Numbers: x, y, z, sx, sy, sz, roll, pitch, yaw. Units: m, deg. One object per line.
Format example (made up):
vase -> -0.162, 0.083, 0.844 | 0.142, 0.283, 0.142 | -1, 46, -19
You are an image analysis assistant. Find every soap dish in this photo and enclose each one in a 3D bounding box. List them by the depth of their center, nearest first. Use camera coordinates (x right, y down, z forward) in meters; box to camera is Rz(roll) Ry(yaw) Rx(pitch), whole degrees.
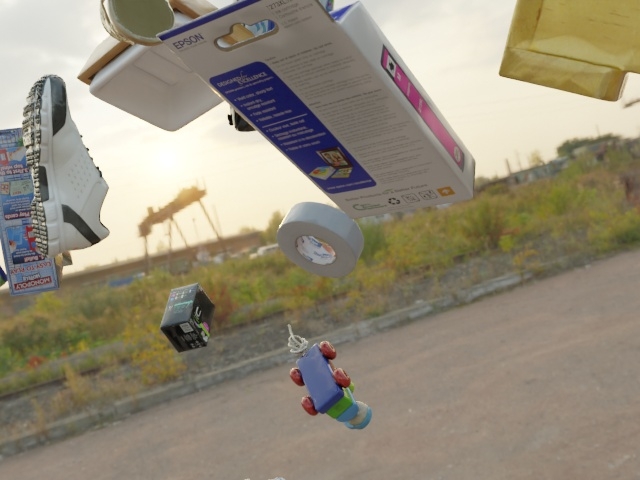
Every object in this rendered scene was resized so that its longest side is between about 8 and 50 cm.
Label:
soap dish -> -0.273, -0.336, 1.283 | 0.290, 0.118, 0.228 | -23, -31, 35

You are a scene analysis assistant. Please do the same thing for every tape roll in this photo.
tape roll -> 0.000, 0.000, 1.768 | 0.219, 0.219, 0.072 | -14, 40, 44

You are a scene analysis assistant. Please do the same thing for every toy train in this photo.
toy train -> 0.015, 0.278, 1.429 | 0.105, 0.143, 0.248 | -42, 33, 7

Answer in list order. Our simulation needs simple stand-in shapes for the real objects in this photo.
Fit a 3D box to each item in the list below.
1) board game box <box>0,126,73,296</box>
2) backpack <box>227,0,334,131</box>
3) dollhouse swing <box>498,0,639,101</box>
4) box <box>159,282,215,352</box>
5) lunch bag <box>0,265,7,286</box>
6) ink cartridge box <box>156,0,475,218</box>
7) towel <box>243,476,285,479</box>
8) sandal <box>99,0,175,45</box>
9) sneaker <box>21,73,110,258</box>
board game box -> -0.370, -0.022, 0.889 | 0.060, 0.194, 0.194 | -8, -8, -12
backpack -> -0.087, -0.433, 1.441 | 0.273, 0.356, 0.290 | -7, 19, 4
dollhouse swing -> 0.369, -0.293, 0.631 | 0.304, 0.347, 0.315 | 18, 19, 21
box -> -0.203, 0.118, 1.061 | 0.052, 0.062, 0.083 | -15, 37, 15
lunch bag -> -0.456, 0.033, 0.796 | 0.096, 0.151, 0.129 | 24, 55, 21
ink cartridge box -> 0.017, -0.144, 0.751 | 0.175, 0.069, 0.371 | -9, -30, 34
towel -> -0.154, 0.486, 0.994 | 0.283, 0.235, 0.121 | -6, -43, -25
sandal -> -0.244, -0.294, 0.886 | 0.088, 0.240, 0.079 | 21, -50, -32
sneaker -> -0.154, -0.045, 0.419 | 0.043, 0.109, 0.040 | -9, 14, -34
